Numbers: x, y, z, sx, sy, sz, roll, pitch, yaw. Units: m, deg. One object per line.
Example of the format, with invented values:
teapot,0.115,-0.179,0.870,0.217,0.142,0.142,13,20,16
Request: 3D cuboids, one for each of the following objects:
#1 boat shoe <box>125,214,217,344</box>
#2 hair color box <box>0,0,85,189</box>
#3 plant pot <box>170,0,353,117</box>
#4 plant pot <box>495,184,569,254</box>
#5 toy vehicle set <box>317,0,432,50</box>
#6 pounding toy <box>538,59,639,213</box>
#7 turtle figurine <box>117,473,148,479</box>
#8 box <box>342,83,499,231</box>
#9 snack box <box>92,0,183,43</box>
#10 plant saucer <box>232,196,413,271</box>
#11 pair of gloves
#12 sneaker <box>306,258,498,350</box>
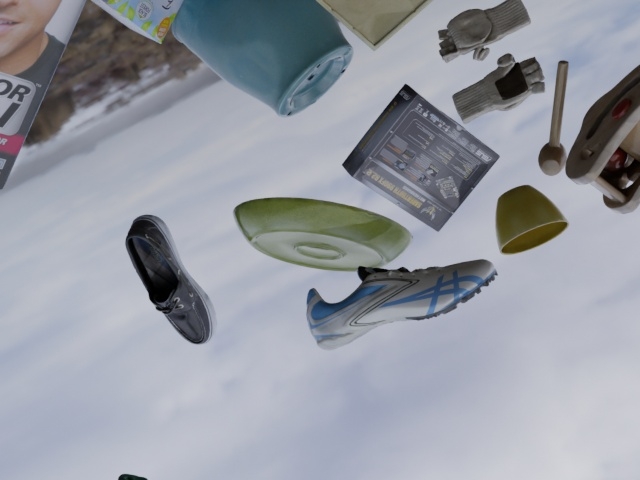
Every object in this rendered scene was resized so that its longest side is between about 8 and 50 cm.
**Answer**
boat shoe,-0.230,0.072,1.439,0.080,0.228,0.076,-13,-159,19
hair color box,-0.376,-0.257,1.030,0.113,0.185,0.374,44,-69,45
plant pot,-0.085,-0.374,1.724,0.272,0.255,0.271,-41,170,-8
plant pot,0.373,-0.045,1.741,0.134,0.095,0.134,-18,161,-7
toy vehicle set,0.117,-0.418,1.388,0.267,0.166,0.035,-38,-147,26
pounding toy,0.348,-0.143,1.133,0.269,0.155,0.154,-45,-165,42
turtle figurine,-0.314,0.474,1.406,0.175,0.118,0.234,40,-70,56
box,0.181,-0.142,1.691,0.183,0.231,0.056,-52,-146,13
snack box,-0.264,-0.411,1.427,0.174,0.070,0.207,-62,166,1
plant saucer,0.000,0.000,1.251,0.241,0.241,0.037,-11,-115,53
pair of gloves,0.360,-0.389,2.024,0.204,0.240,0.042,-17,168,20
sneaker,0.096,0.060,1.137,0.237,0.086,0.085,-18,179,-3
